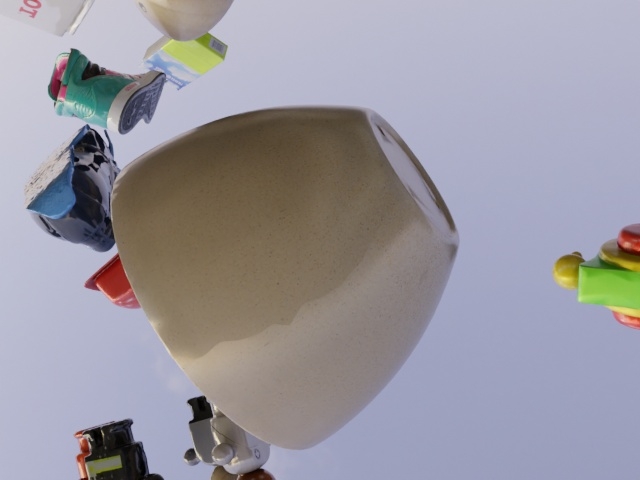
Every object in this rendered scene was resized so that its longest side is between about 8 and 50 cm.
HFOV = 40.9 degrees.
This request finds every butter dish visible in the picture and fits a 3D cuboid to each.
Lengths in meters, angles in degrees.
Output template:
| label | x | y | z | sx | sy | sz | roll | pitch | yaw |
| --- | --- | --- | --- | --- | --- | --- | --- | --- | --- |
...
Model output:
| label | x | y | z | sx | sy | sz | roll | pitch | yaw |
| --- | --- | --- | --- | --- | --- | --- | --- | --- | --- |
| butter dish | -0.346 | 0.084 | 1.668 | 0.160 | 0.160 | 0.118 | -39 | -113 | 13 |

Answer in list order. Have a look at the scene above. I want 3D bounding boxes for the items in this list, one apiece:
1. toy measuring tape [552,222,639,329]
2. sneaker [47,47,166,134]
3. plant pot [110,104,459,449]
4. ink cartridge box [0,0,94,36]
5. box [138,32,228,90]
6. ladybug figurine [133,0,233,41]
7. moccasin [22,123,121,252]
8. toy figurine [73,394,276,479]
| label | x | y | z | sx | sy | sz | roll | pitch | yaw |
| --- | --- | --- | --- | --- | --- | --- | --- | --- | --- |
| toy measuring tape | 0.425 | 0.045 | 0.939 | 0.330 | 0.121 | 0.121 | 5 | -142 | 22 |
| sneaker | -0.397 | -0.275 | 1.560 | 0.178 | 0.124 | 0.295 | 22 | -164 | -2 |
| plant pot | 0.000 | 0.000 | 0.703 | 0.191 | 0.284 | 0.284 | -33 | -153 | 17 |
| ink cartridge box | -0.357 | -0.363 | 0.733 | 0.285 | 0.395 | 0.166 | -20 | -123 | 57 |
| box | -0.286 | -0.382 | 1.777 | 0.178 | 0.109 | 0.042 | -19 | -130 | 47 |
| ladybug figurine | -0.246 | -0.578 | 1.514 | 0.305 | 0.162 | 0.449 | -15 | -112 | 39 |
| moccasin | -0.325 | -0.059 | 1.149 | 0.138 | 0.117 | 0.342 | -41 | -157 | 8 |
| toy figurine | -0.155 | 0.253 | 0.927 | 0.209 | 0.148 | 0.213 | -13 | 172 | -24 |
